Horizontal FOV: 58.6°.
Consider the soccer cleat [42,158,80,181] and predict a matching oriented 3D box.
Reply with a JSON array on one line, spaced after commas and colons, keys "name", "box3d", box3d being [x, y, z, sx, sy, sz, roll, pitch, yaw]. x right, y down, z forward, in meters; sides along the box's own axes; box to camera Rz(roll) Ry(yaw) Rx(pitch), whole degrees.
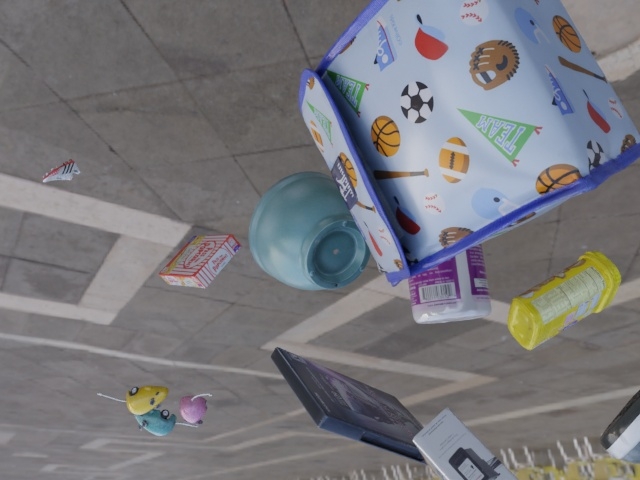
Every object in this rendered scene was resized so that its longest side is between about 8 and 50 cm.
[{"name": "soccer cleat", "box3d": [-0.518, -0.133, 1.142, 0.029, 0.083, 0.036, -23, 108, 35]}]

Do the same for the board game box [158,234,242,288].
[{"name": "board game box", "box3d": [-0.307, 0.051, 1.449, 0.193, 0.147, 0.045, -1, 133, 48]}]

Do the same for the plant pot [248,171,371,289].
[{"name": "plant pot", "box3d": [0.000, 0.000, 1.368, 0.293, 0.293, 0.196, 21, -171, -35]}]

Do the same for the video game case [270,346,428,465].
[{"name": "video game case", "box3d": [0.066, 0.264, 0.892, 0.274, 0.026, 0.196, 28, -176, -30]}]

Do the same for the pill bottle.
[{"name": "pill bottle", "box3d": [0.269, 0.024, 1.254, 0.169, 0.302, 0.169, -5, 168, -1]}]

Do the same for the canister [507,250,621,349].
[{"name": "canister", "box3d": [0.409, 0.104, 0.971, 0.169, 0.073, 0.126, -27, 143, -11]}]

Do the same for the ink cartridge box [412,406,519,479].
[{"name": "ink cartridge box", "box3d": [0.191, 0.293, 0.693, 0.063, 0.150, 0.109, -39, 142, -10]}]

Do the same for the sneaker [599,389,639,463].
[{"name": "sneaker", "box3d": [0.438, 0.169, 0.554, 0.295, 0.178, 0.124, -33, 149, -10]}]

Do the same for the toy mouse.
[{"name": "toy mouse", "box3d": [-0.214, 0.253, 0.819, 0.161, 0.031, 0.143, -12, 137, 13]}]

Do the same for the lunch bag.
[{"name": "lunch bag", "box3d": [0.146, -0.140, 0.760, 0.238, 0.328, 0.385, -22, 173, -40]}]
